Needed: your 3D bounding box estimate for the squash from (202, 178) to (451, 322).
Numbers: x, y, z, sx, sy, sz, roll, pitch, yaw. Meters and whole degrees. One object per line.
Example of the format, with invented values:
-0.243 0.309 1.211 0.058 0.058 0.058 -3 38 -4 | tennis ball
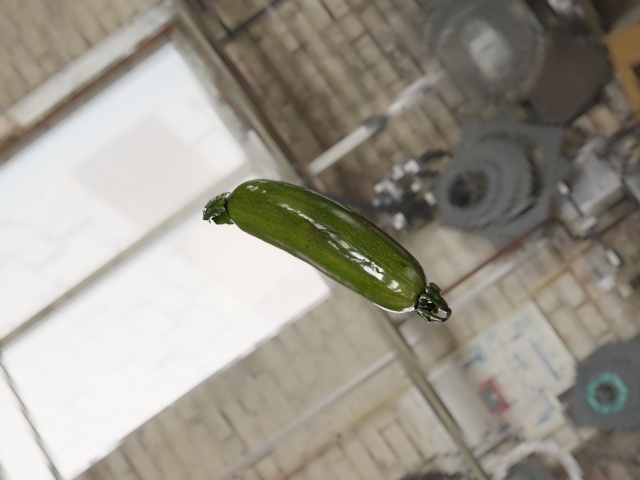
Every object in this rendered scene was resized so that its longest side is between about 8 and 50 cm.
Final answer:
0.000 -0.003 1.674 0.318 0.080 0.071 25 -163 35 | squash
